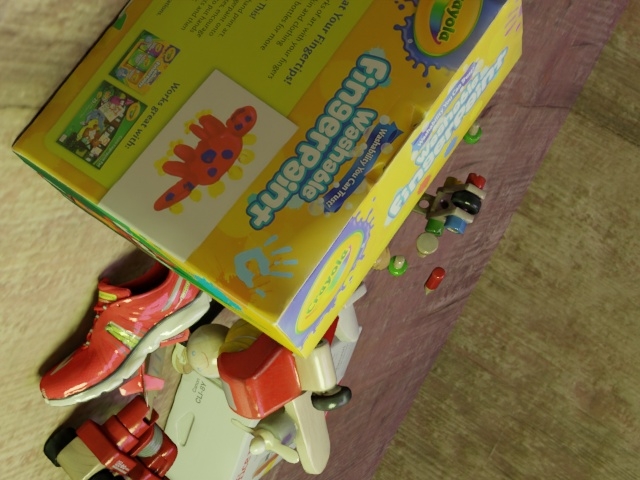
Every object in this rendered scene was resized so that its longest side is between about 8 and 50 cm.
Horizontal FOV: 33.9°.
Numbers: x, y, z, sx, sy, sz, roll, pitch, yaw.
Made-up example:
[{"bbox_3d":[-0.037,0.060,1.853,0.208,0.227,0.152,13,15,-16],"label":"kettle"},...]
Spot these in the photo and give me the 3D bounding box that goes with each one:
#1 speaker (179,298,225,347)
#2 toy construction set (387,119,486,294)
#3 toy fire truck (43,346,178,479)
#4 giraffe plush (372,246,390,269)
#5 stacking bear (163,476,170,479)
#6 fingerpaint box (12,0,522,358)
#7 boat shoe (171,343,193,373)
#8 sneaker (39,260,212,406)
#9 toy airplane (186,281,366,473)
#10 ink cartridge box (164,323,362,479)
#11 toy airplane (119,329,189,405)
[{"bbox_3d":[-0.189,0.107,1.709,0.136,0.055,0.055,-48,158,-25],"label":"speaker"},{"bbox_3d":[0.181,-0.046,2.016,0.237,0.258,0.308,98,-11,-73],"label":"toy construction set"},{"bbox_3d":[-0.289,0.286,1.643,0.246,0.158,0.217,-43,158,-9],"label":"toy fire truck"},{"bbox_3d":[0.000,0.000,1.876,0.170,0.210,0.181,-30,108,-26],"label":"giraffe plush"},{"bbox_3d":[-0.277,0.569,2.059,0.164,0.175,0.289,-22,132,-56],"label":"stacking bear"},{"bbox_3d":[-0.048,-0.157,1.181,0.444,0.371,0.163,-55,160,-10],"label":"fingerpaint box"},{"bbox_3d":[-0.218,0.186,1.769,0.050,0.045,0.135,-43,156,-35],"label":"boat shoe"},{"bbox_3d":[-0.284,0.111,1.452,0.279,0.107,0.118,-41,122,-16],"label":"sneaker"},{"bbox_3d":[-0.076,0.142,1.648,0.384,0.272,0.386,55,27,-59],"label":"toy airplane"},{"bbox_3d":[-0.113,0.301,2.022,0.385,0.160,0.279,-31,147,-52],"label":"ink cartridge box"},{"bbox_3d":[-0.263,0.169,1.553,0.151,0.151,0.028,-53,-157,-13],"label":"toy airplane"}]
